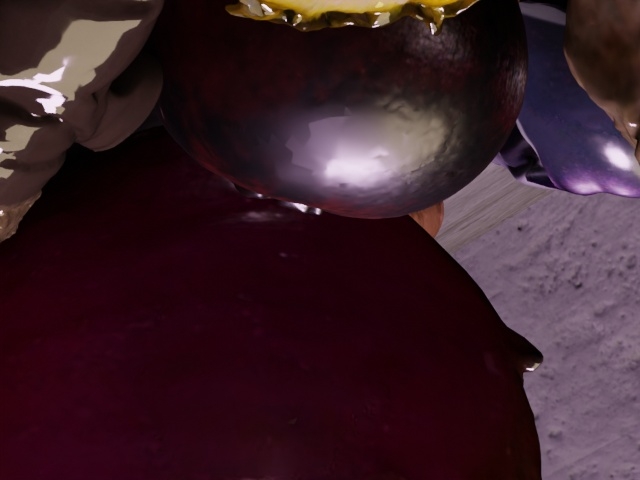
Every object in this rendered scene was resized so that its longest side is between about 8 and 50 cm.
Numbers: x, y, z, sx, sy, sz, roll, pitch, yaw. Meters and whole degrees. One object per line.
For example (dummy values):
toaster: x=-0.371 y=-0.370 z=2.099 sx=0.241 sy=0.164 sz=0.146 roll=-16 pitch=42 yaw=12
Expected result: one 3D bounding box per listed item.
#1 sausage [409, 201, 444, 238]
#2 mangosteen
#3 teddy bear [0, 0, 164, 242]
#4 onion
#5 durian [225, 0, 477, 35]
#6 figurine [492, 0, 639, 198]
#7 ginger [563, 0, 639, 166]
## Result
sausage: x=0.000 y=0.000 z=1.302 sx=0.086 sy=0.086 sz=0.289 roll=-33 pitch=175 yaw=28
mangosteen: x=0.011 y=-0.075 z=0.593 sx=0.140 sy=0.140 sz=0.140 roll=-30 pitch=175 yaw=-3
teddy bear: x=-0.101 y=-0.030 z=0.526 sx=0.160 sy=0.078 sz=0.119 roll=-36 pitch=158 yaw=34
onion: x=-0.101 y=0.099 z=0.800 sx=0.385 sy=0.348 sz=0.348 roll=18 pitch=148 yaw=-27
durian: x=0.024 y=-0.121 z=0.422 sx=0.140 sy=0.078 sz=0.224 roll=-17 pitch=163 yaw=-5
figurine: x=0.142 y=-0.082 z=1.018 sx=0.145 sy=0.145 sz=0.222 roll=-32 pitch=179 yaw=18
ginger: x=0.239 y=-0.155 z=0.733 sx=0.375 sy=0.176 sz=0.256 roll=-27 pitch=158 yaw=-29
